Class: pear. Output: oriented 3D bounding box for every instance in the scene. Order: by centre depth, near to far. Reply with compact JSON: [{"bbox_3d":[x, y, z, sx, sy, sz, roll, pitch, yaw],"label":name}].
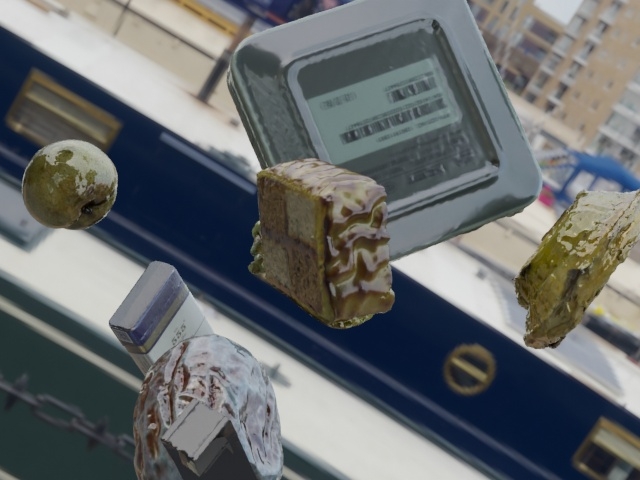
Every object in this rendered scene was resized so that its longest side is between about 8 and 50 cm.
[{"bbox_3d":[-0.424,-0.091,1.902,0.136,0.167,0.167,44,15,21],"label":"pear"}]

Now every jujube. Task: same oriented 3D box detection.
[{"bbox_3d":[-0.178,0.308,1.725,0.308,0.215,0.246,-88,154,-55],"label":"jujube"}]

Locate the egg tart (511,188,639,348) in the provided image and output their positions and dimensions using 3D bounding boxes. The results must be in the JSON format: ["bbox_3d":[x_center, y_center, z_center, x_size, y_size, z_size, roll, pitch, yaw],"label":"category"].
[{"bbox_3d":[0.366,0.025,1.585,0.115,0.290,0.290,36,11,9],"label":"egg tart"}]

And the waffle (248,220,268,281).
[{"bbox_3d":[-0.040,-0.002,2.190,0.223,0.204,0.054,10,-11,27],"label":"waffle"}]

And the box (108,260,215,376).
[{"bbox_3d":[-0.305,0.184,2.205,0.071,0.168,0.259,12,-35,32],"label":"box"}]

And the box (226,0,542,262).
[{"bbox_3d":[0.097,-0.169,1.692,0.396,0.396,0.111,66,-15,6],"label":"box"}]

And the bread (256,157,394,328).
[{"bbox_3d":[0.000,0.000,1.320,0.096,0.181,0.222,-9,17,-24],"label":"bread"}]

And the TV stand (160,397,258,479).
[{"bbox_3d":[-0.083,0.233,1.017,0.040,0.049,0.256,26,-29,28],"label":"TV stand"}]
